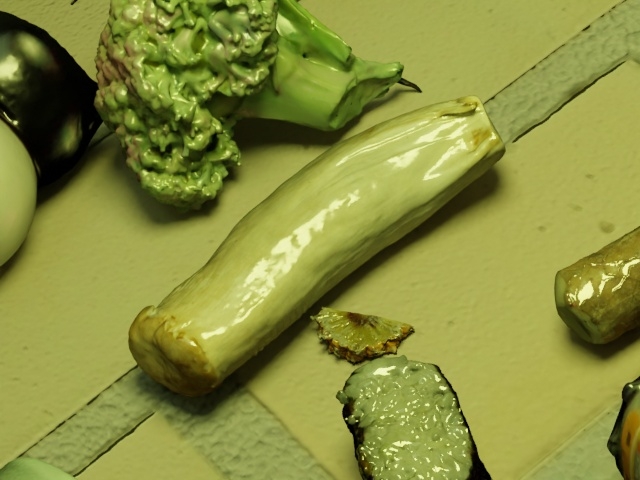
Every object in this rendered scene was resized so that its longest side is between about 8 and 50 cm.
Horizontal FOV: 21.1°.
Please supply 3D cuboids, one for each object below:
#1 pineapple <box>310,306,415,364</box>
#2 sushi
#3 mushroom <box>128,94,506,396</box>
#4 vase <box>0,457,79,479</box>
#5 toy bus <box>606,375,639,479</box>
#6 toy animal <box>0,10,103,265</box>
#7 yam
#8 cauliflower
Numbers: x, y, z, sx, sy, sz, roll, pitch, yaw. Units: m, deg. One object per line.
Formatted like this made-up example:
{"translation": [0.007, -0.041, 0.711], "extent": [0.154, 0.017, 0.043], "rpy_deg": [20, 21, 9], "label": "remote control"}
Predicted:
{"translation": [0.028, 0.076, 1.359], "extent": [0.083, 0.019, 0.045], "rpy_deg": [12, 51, 27], "label": "pineapple"}
{"translation": [0.070, 0.155, 1.225], "extent": [0.090, 0.078, 0.150], "rpy_deg": [-20, 43, -5], "label": "sushi"}
{"translation": [0.000, 0.000, 1.386], "extent": [0.351, 0.095, 0.123], "rpy_deg": [-39, 26, -11], "label": "mushroom"}
{"translation": [-0.246, 0.298, 1.129], "extent": [0.245, 0.245, 0.291], "rpy_deg": [20, 52, 36], "label": "vase"}
{"translation": [0.381, 0.112, 1.055], "extent": [0.386, 0.171, 0.162], "rpy_deg": [-22, 30, 3], "label": "toy bus"}
{"translation": [-0.314, -0.075, 1.526], "extent": [0.165, 0.187, 0.235], "rpy_deg": [20, 58, 16], "label": "toy animal"}
{"translation": [0.328, -0.036, 1.302], "extent": [0.356, 0.081, 0.081], "rpy_deg": [-33, 45, -8], "label": "yam"}
{"translation": [-0.064, -0.157, 1.505], "extent": [0.315, 0.256, 0.239], "rpy_deg": [17, 47, -3], "label": "cauliflower"}
